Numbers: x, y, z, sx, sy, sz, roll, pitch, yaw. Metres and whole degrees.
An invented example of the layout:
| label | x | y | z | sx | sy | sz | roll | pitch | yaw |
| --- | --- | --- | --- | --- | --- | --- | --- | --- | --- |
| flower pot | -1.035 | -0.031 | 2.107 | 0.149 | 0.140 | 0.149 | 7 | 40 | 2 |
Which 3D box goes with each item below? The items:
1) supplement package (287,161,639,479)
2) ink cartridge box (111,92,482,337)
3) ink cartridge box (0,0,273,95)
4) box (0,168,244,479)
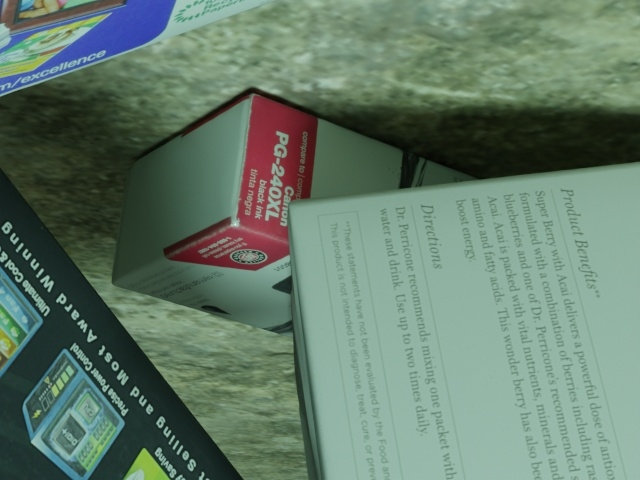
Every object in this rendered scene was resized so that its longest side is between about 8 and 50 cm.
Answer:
| label | x | y | z | sx | sy | sz | roll | pitch | yaw |
| --- | --- | --- | --- | --- | --- | --- | --- | --- | --- |
| supplement package | 0.143 | 0.085 | 0.579 | 0.293 | 0.177 | 0.175 | -6 | 148 | -3 |
| ink cartridge box | 0.000 | 0.000 | 0.667 | 0.150 | 0.063 | 0.109 | 19 | 155 | -30 |
| ink cartridge box | -0.026 | -0.103 | 0.304 | 0.206 | 0.045 | 0.208 | -23 | 168 | -22 |
| box | -0.189 | 0.084 | 0.379 | 0.097 | 0.318 | 0.395 | -13 | 120 | 40 |
